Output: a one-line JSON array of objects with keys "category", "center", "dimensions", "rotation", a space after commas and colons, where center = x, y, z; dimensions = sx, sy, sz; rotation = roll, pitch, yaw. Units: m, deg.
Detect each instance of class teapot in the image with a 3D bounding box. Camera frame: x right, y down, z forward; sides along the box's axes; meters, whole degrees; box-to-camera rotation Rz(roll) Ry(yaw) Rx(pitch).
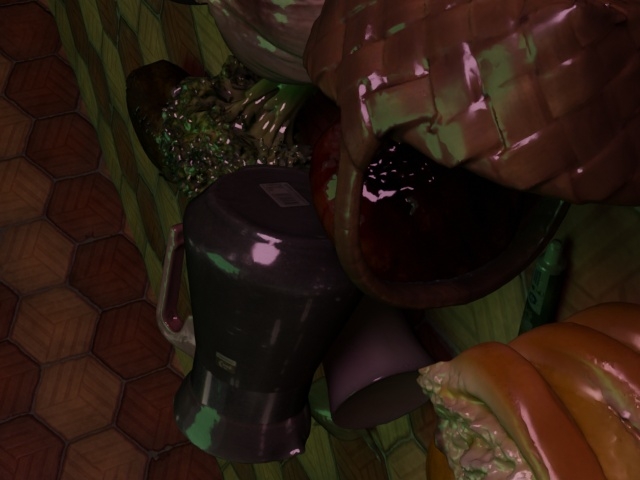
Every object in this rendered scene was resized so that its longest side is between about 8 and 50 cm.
[{"category": "teapot", "center": [-0.091, 0.087, 1.213], "dimensions": [0.300, 0.253, 0.344], "rotation": [30, 120, 27]}]

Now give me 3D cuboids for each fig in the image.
[{"category": "fig", "center": [0.112, -0.052, 1.016], "dimensions": [0.263, 0.224, 0.224], "rotation": [50, 174, -34]}]

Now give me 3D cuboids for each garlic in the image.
[{"category": "garlic", "center": [-0.021, -0.345, 1.139], "dimensions": [0.322, 0.241, 0.322], "rotation": [22, 124, 37]}, {"category": "garlic", "center": [0.037, 0.313, 1.652], "dimensions": [0.198, 0.090, 0.129], "rotation": [13, 132, 58]}]

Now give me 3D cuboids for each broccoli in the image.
[{"category": "broccoli", "center": [-0.078, -0.158, 1.419], "dimensions": [0.375, 0.302, 0.249], "rotation": [-90, -26, -60]}]

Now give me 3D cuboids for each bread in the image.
[{"category": "bread", "center": [0.249, 0.209, 0.793], "dimensions": [0.211, 0.270, 0.316], "rotation": [92, 163, -71]}]

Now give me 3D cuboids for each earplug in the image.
[{"category": "earplug", "center": [0.047, 0.106, 1.371], "dimensions": [0.172, 0.172, 0.301], "rotation": [105, 148, -53]}]

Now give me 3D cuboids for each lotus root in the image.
[{"category": "lotus root", "center": [-0.297, -0.244, 1.930], "dimensions": [0.397, 0.179, 0.196], "rotation": [55, 169, 47]}]

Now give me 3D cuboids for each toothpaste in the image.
[{"category": "toothpaste", "center": [0.244, 0.078, 1.028], "dimensions": [0.049, 0.031, 0.204], "rotation": [-125, 26, -42]}]

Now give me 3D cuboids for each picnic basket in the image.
[{"category": "picnic basket", "center": [0.132, -0.078, 0.783], "dimensions": [0.337, 0.293, 0.337], "rotation": [5, 97, 53]}]

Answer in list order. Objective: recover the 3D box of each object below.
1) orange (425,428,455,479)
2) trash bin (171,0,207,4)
[{"category": "orange", "center": [0.217, 0.273, 1.031], "dimensions": [0.219, 0.193, 0.219], "rotation": [11, 104, 52]}, {"category": "trash bin", "center": [-0.193, -0.551, 1.407], "dimensions": [0.214, 0.214, 0.334], "rotation": [51, 158, 44]}]
